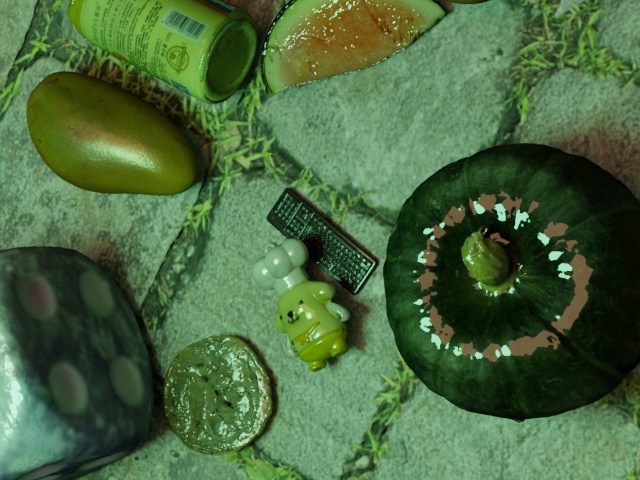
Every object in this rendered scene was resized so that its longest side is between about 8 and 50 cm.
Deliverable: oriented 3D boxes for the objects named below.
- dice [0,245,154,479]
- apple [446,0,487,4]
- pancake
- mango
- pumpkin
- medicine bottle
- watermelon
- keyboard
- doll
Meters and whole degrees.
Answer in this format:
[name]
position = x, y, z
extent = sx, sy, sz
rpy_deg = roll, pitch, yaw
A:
[dice]
position = -0.389, 0.173, 1.757
extent = 0.270, 0.271, 0.270
rpy_deg = -26, 77, 25
[apple]
position = 0.153, -0.380, 1.550
extent = 0.210, 0.173, 0.235
rpy_deg = -24, 79, 25
[pancake]
position = -0.128, 0.192, 1.760
extent = 0.158, 0.028, 0.158
rpy_deg = -3, 84, 27
[mango]
position = -0.264, -0.122, 1.794
extent = 0.253, 0.113, 0.138
rpy_deg = 26, 96, 18
[pumpkin]
position = 0.209, 0.041, 1.489
extent = 0.300, 0.207, 0.300
rpy_deg = -4, 79, 22
[medicine bottle]
position = -0.199, -0.265, 1.758
extent = 0.239, 0.124, 0.124
rpy_deg = 29, 102, 25
[watermelon]
position = 0.025, -0.255, 1.682
extent = 0.245, 0.063, 0.119
rpy_deg = -22, 97, 20
[keyboard]
position = 0.000, 0.000, 1.708
extent = 0.155, 0.010, 0.053
rpy_deg = 40, 107, 22
[doll]
position = -0.024, 0.073, 1.687
extent = 0.106, 0.062, 0.162
rpy_deg = -39, 72, 35
